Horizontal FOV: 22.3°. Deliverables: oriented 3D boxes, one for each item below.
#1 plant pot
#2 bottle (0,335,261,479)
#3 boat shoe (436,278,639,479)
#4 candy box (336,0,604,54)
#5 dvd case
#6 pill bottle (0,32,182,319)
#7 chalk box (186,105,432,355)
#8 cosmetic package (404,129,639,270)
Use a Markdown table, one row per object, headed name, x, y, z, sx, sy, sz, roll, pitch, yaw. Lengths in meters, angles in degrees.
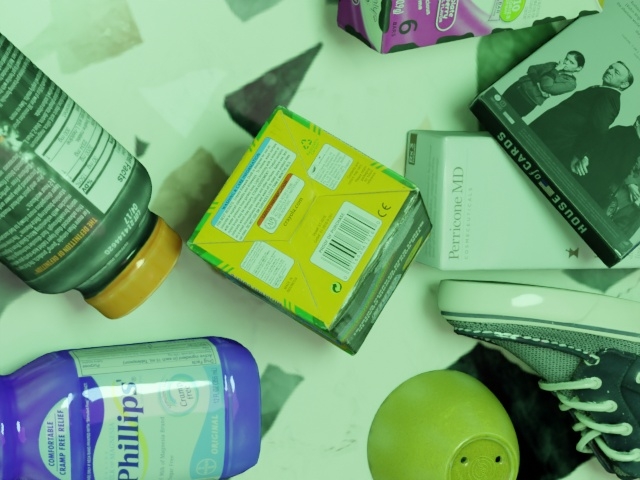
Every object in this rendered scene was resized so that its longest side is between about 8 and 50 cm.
| name | x | y | z | sx | sy | sz | roll | pitch | yaw |
| --- | --- | --- | --- | --- | --- | --- | --- | --- | --- |
| plant pot | 0.120 | 0.189 | 1.415 | 0.134 | 0.095 | 0.134 | -4 | 101 | -20 |
| bottle | -0.190 | 0.144 | 1.294 | 0.283 | 0.092 | 0.118 | -3 | 101 | -20 |
| boat shoe | 0.249 | 0.130 | 1.434 | 0.340 | 0.127 | 0.158 | 11 | 87 | -22 |
| candy box | 0.133 | -0.250 | 1.311 | 0.233 | 0.071 | 0.159 | -15 | 126 | -30 |
| dvd case | 0.264 | -0.112 | 1.383 | 0.238 | 0.029 | 0.179 | -38 | 85 | -29 |
| pill bottle | -0.218 | -0.048 | 1.232 | 0.245 | 0.130 | 0.130 | 44 | 83 | -21 |
| chalk box | 0.000 | 0.000 | 1.302 | 0.132 | 0.213 | 0.132 | 31 | 85 | 11 |
| cosmetic package | 0.192 | -0.035 | 1.412 | 0.231 | 0.085 | 0.117 | -2 | 99 | -21 |
